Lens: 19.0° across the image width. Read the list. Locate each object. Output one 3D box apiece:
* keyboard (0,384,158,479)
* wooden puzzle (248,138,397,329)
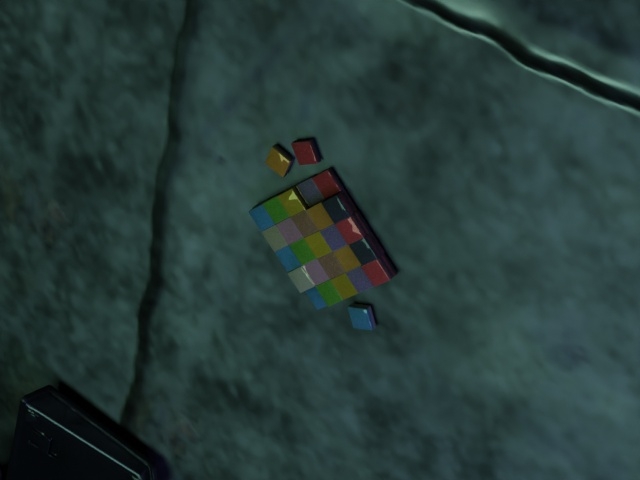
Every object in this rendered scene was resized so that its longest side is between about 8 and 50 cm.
[{"bbox_3d":[-0.136,0.143,0.959,0.108,0.023,0.180,30,133,13],"label":"keyboard"},{"bbox_3d":[0.000,0.000,0.752,0.049,0.006,0.083,-25,100,47],"label":"wooden puzzle"}]
